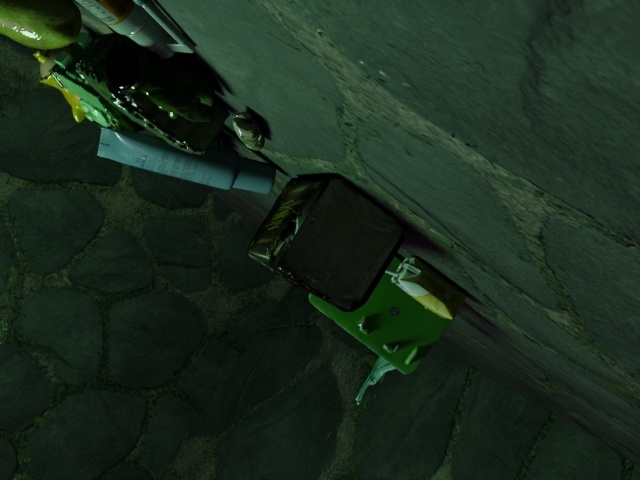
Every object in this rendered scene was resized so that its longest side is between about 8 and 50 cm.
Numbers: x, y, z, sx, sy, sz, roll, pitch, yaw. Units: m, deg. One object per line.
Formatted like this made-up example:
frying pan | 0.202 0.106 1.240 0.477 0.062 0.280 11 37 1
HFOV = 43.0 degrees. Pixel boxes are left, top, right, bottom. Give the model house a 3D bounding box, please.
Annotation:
model house | 0.094 0.188 1.977 0.300 0.340 0.323 37 179 -5

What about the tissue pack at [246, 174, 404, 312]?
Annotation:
tissue pack | 0.000 0.000 1.614 0.198 0.210 0.370 31 175 -14

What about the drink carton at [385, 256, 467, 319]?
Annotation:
drink carton | 0.208 0.085 1.719 0.200 0.074 0.084 37 174 -8

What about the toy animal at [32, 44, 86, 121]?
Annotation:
toy animal | -0.690 -0.452 2.233 0.156 0.156 0.230 29 161 51

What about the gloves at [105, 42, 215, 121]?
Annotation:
gloves | -0.250 -0.260 1.347 0.135 0.107 0.268 52 -172 16

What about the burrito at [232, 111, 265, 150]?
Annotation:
burrito | -0.130 -0.199 1.499 0.058 0.045 0.188 61 178 2

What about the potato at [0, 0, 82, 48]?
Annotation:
potato | -0.558 -0.445 1.515 0.248 0.143 0.169 30 -148 13

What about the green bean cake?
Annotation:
green bean cake | -0.327 -0.284 1.562 0.241 0.132 0.255 35 176 -38

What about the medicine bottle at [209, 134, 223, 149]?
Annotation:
medicine bottle | -0.306 -0.218 1.979 0.133 0.133 0.274 36 174 -11

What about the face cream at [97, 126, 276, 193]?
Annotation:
face cream | -0.290 -0.174 1.783 0.385 0.086 0.135 12 157 -16

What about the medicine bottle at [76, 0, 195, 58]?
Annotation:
medicine bottle | -0.270 -0.329 1.162 0.092 0.061 0.220 9 168 29

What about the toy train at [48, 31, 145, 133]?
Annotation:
toy train | -0.451 -0.335 1.775 0.271 0.159 0.188 31 164 40

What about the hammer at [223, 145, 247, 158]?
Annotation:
hammer | -0.209 -0.209 2.036 0.083 0.031 0.052 20 171 30
